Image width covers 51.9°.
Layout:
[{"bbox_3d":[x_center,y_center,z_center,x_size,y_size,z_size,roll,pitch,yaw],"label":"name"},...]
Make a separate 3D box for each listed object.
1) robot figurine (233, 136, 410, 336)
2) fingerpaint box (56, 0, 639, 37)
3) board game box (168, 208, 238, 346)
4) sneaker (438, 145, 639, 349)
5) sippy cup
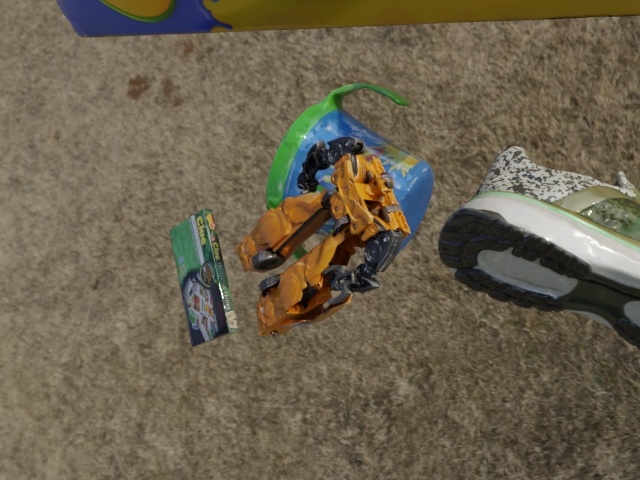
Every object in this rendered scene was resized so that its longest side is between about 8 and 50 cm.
[{"bbox_3d":[0.000,0.000,0.861,0.291,0.085,0.211,-39,60,37],"label":"robot figurine"},{"bbox_3d":[-0.009,-0.286,0.191,0.371,0.445,0.163,3,61,18],"label":"fingerpaint box"},{"bbox_3d":[-0.245,0.078,1.359,0.136,0.030,0.259,-25,73,43],"label":"board game box"},{"bbox_3d":[0.341,0.002,0.687,0.410,0.158,0.182,22,60,3],"label":"sneaker"},{"bbox_3d":[0.063,-0.090,1.121,0.224,0.305,0.240,25,55,21],"label":"sippy cup"}]
